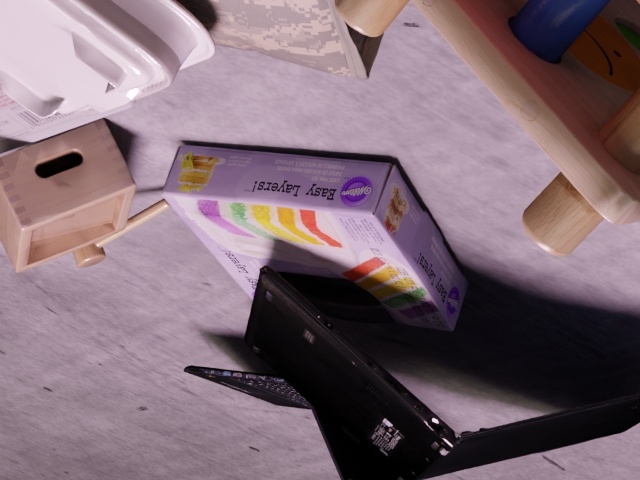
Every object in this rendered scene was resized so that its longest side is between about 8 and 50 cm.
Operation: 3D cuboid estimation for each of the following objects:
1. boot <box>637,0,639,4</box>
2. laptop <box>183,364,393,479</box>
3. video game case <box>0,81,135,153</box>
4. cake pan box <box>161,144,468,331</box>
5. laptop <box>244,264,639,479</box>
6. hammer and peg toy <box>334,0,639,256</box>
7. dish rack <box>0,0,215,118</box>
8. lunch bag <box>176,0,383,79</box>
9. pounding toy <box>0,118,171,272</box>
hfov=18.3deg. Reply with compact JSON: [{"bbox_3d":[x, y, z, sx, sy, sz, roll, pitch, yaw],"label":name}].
[{"bbox_3d":[0.296,-0.135,1.500,0.115,0.112,0.305,-10,143,30],"label":"boot"},{"bbox_3d":[-0.011,0.251,2.441,0.264,0.137,0.234,4,167,30],"label":"laptop"},{"bbox_3d":[-0.390,-0.181,1.924,0.329,0.036,0.300,-15,141,39],"label":"video game case"},{"bbox_3d":[0.000,0.000,2.044,0.245,0.070,0.267,9,156,27],"label":"cake pan box"},{"bbox_3d":[0.148,0.129,2.154,0.408,0.236,0.382,42,166,6],"label":"laptop"},{"bbox_3d":[0.122,-0.155,1.240,0.361,0.266,0.127,51,119,18],"label":"hammer and peg toy"},{"bbox_3d":[-0.259,-0.197,1.473,0.333,0.072,0.285,36,163,-19],"label":"dish rack"},{"bbox_3d":[-0.073,-0.261,1.408,0.235,0.169,0.287,13,160,15],"label":"lunch bag"},{"bbox_3d":[-0.254,-0.045,2.089,0.181,0.094,0.206,-23,165,-19],"label":"pounding toy"}]
